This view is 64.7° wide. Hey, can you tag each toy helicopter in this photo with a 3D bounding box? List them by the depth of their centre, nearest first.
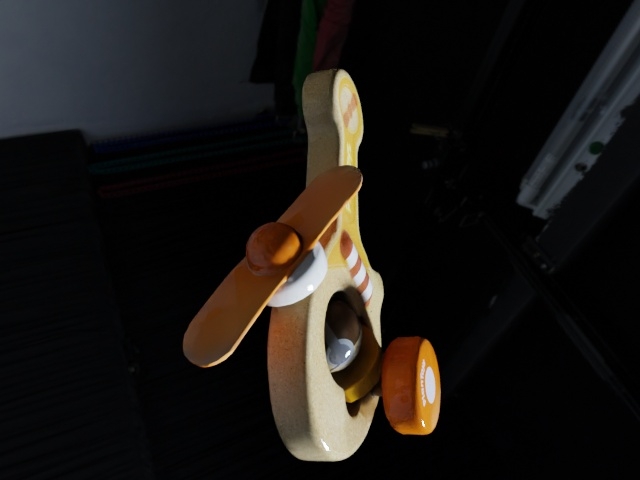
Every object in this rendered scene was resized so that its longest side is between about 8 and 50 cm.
[{"bbox_3d":[0.000,0.000,0.440,0.235,0.140,0.355,31,55,-57],"label":"toy helicopter"}]
